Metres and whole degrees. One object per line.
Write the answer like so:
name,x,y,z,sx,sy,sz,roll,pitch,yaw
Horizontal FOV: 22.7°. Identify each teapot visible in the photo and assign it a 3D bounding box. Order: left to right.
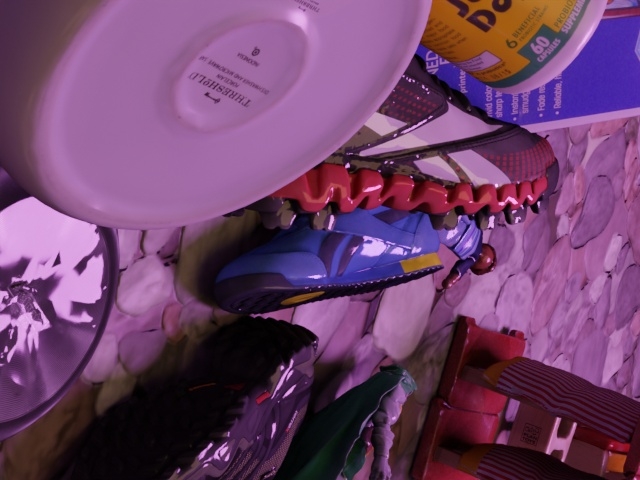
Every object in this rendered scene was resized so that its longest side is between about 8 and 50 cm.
teapot,-0.084,-0.142,0.777,0.253,0.187,0.256,-22,149,-20

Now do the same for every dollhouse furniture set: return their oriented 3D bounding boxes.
dollhouse furniture set,0.264,0.188,1.462,0.374,0.201,0.152,17,92,-58

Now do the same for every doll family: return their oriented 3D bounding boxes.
doll family,0.121,-0.056,1.240,0.193,0.076,0.111,-59,151,-10

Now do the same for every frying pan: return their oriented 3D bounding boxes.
frying pan,-0.136,0.004,0.899,0.326,0.053,0.197,-32,133,-42

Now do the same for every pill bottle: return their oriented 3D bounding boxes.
pill bottle,0.067,-0.185,0.978,0.208,0.118,0.117,28,81,-28

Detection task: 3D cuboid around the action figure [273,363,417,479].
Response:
action figure,0.009,0.161,1.155,0.063,0.137,0.232,49,46,-6

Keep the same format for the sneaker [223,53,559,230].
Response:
sneaker,0.053,-0.076,1.044,0.276,0.098,0.135,0,98,-35

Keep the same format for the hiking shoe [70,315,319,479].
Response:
hiking shoe,-0.071,0.144,1.030,0.227,0.086,0.114,-36,131,-45

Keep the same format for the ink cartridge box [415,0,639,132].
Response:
ink cartridge box,0.135,-0.217,1.088,0.307,0.072,0.303,-9,122,-9

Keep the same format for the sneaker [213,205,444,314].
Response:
sneaker,0.000,0.000,1.099,0.209,0.069,0.082,-11,83,-46
